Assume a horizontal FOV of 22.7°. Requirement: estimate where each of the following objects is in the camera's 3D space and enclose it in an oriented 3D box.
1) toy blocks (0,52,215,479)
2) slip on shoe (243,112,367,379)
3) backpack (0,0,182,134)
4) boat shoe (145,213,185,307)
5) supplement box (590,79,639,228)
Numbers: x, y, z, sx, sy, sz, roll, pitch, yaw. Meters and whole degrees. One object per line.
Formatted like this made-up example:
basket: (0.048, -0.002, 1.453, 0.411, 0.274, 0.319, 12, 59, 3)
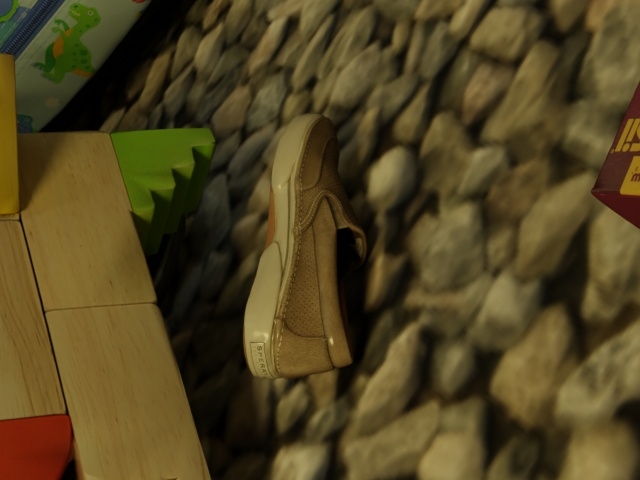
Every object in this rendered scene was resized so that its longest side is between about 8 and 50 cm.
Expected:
toy blocks: (-0.199, 0.090, 0.602, 0.190, 0.382, 0.261, 113, 146, -47)
slip on shoe: (0.000, 0.000, 0.658, 0.041, 0.051, 0.135, -2, 43, 13)
backpack: (-0.159, -0.227, 0.960, 0.356, 0.273, 0.290, -29, 32, 26)
boat shoe: (-0.141, 0.061, 0.789, 0.223, 0.080, 0.073, -58, 22, -6)
supplement box: (0.126, -0.040, 0.477, 0.055, 0.043, 0.083, 7, 70, 59)
